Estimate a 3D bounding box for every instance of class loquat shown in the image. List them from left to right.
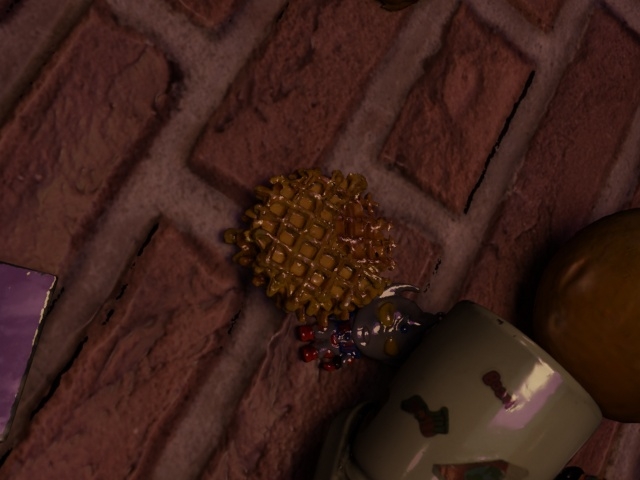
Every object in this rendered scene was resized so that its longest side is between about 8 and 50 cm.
[{"bbox_3d":[0.423,0.101,0.906,0.276,0.284,0.276,14,64,-31],"label":"loquat"}]

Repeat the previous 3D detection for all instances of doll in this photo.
[{"bbox_3d":[0.068,0.112,0.883,0.195,0.062,0.104,-8,70,-12],"label":"doll"}]

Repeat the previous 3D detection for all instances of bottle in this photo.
[{"bbox_3d":[0.126,0.259,0.807,0.229,0.229,0.351,41,88,-13],"label":"bottle"}]

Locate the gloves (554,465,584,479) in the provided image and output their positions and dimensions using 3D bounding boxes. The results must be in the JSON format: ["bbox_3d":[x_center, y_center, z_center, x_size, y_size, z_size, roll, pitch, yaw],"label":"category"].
[{"bbox_3d":[0.318,0.438,0.927,0.142,0.119,0.285,7,97,-32],"label":"gloves"}]

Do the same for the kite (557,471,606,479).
[{"bbox_3d":[0.303,0.317,0.961,0.244,0.006,0.198,26,92,-23],"label":"kite"}]

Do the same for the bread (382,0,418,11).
[{"bbox_3d":[0.131,-0.422,0.937,0.222,0.096,0.181,-40,97,-19],"label":"bread"}]

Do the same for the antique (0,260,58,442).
[{"bbox_3d":[-0.336,0.113,0.711,0.086,0.088,0.183,17,79,-18],"label":"antique"}]

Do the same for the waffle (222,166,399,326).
[{"bbox_3d":[0.000,0.000,0.845,0.197,0.070,0.193,-32,84,-25],"label":"waffle"}]
